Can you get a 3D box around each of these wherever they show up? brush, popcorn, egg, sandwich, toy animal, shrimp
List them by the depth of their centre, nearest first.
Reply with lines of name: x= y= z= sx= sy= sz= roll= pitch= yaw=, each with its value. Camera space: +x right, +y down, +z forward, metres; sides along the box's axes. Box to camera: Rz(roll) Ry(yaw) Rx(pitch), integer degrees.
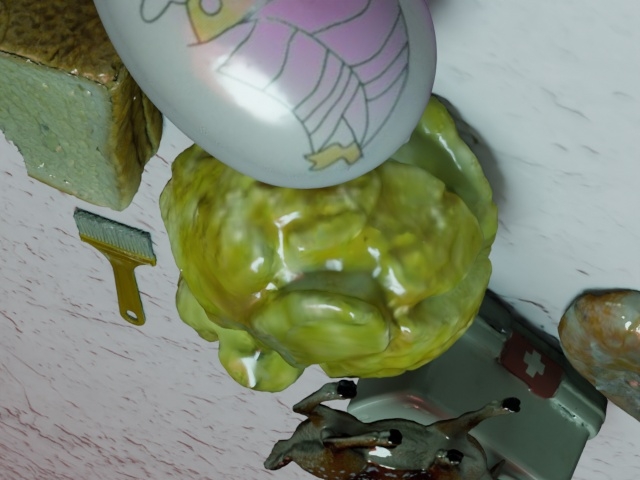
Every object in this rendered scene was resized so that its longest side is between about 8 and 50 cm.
egg: x=-0.040 y=-0.156 z=1.323 sx=0.196 sy=0.196 sz=0.271 roll=-6 pitch=133 yaw=44
popcorn: x=-0.005 y=0.005 z=1.527 sx=0.276 sy=0.225 sz=0.276 roll=20 pitch=148 yaw=14
toy animal: x=0.083 y=0.181 z=1.594 sx=0.243 sy=0.087 sz=0.260 roll=19 pitch=157 yaw=-1
sandwich: x=-0.266 y=-0.146 z=1.627 sx=0.273 sy=0.095 sz=0.249 roll=20 pitch=155 yaw=9
shrimp: x=0.333 y=0.148 z=1.676 sx=0.317 sy=0.062 sz=0.164 roll=36 pitch=155 yaw=-10
brush: x=-0.199 y=0.035 z=1.965 sx=0.083 sy=0.011 sz=0.205 roll=18 pitch=152 yaw=12

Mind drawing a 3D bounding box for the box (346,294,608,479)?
box: x=0.138 y=0.142 z=1.744 sx=0.210 sy=0.129 sz=0.148 roll=36 pitch=151 yaw=-20
